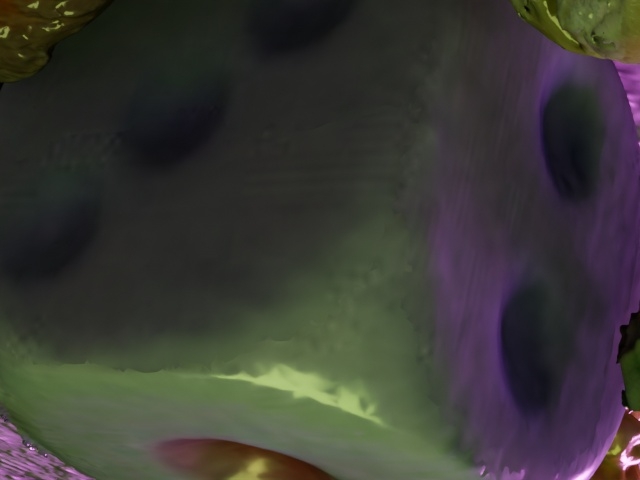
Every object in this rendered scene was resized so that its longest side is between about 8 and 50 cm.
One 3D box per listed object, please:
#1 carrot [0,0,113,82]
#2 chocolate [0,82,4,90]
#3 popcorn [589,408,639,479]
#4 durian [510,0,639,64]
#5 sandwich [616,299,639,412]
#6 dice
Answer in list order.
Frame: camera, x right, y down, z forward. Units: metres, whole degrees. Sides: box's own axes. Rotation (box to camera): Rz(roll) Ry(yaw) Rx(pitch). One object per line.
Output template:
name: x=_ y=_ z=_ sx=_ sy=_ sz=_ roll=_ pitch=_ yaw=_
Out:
carrot: x=-0.114 y=-0.168 z=0.782 sx=0.139 sy=0.138 sz=0.302 roll=25 pitch=148 yaw=-24
chocolate: x=-0.203 y=-0.049 z=1.128 sx=0.149 sy=0.125 sz=0.080 roll=15 pitch=174 yaw=-13
popcorn: x=0.100 y=0.071 z=1.170 sx=0.266 sy=0.192 sz=0.233 roll=34 pitch=176 yaw=12
durian: x=0.095 y=-0.142 z=0.727 sx=0.208 sy=0.102 sz=0.146 roll=29 pitch=163 yaw=27
sandwich: x=0.296 y=0.012 z=0.898 sx=0.245 sy=0.063 sz=0.212 roll=-18 pitch=180 yaw=-41
dice: x=0.000 y=0.000 z=0.925 sx=0.268 sy=0.262 sz=0.265 roll=-1 pitch=153 yaw=35
